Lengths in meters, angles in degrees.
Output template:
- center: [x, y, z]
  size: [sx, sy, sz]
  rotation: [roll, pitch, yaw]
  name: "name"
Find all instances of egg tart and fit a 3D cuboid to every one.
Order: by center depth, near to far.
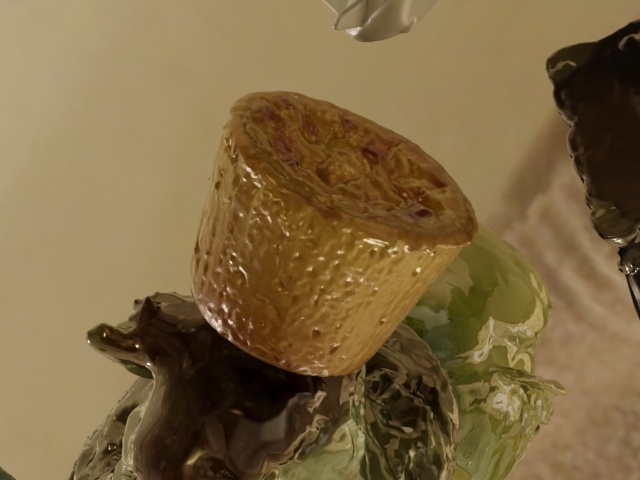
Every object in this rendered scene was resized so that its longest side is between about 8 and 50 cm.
- center: [0.000, 0.000, 1.397]
  size: [0.202, 0.147, 0.202]
  rotation: [20, -154, -10]
  name: "egg tart"

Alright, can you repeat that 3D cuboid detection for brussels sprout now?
- center: [0.068, 0.102, 2.203]
  size: [0.425, 0.342, 0.361]
  rotation: [41, -172, 20]
  name: "brussels sprout"

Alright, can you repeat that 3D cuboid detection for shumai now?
- center: [-0.074, 0.175, 1.598]
  size: [0.324, 0.397, 0.323]
  rotation: [42, 169, 25]
  name: "shumai"

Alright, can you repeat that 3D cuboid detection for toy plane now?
- center: [0.063, -0.212, 1.347]
  size: [0.080, 0.174, 0.174]
  rotation: [48, -169, 26]
  name: "toy plane"

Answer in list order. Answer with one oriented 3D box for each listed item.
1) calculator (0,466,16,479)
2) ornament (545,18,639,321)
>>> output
- center: [-0.214, 0.254, 1.306]
  size: [0.274, 0.058, 0.248]
  rotation: [37, -163, 8]
  name: "calculator"
- center: [0.276, -0.013, 1.583]
  size: [0.260, 0.106, 0.251]
  rotation: [64, -166, -48]
  name: "ornament"
